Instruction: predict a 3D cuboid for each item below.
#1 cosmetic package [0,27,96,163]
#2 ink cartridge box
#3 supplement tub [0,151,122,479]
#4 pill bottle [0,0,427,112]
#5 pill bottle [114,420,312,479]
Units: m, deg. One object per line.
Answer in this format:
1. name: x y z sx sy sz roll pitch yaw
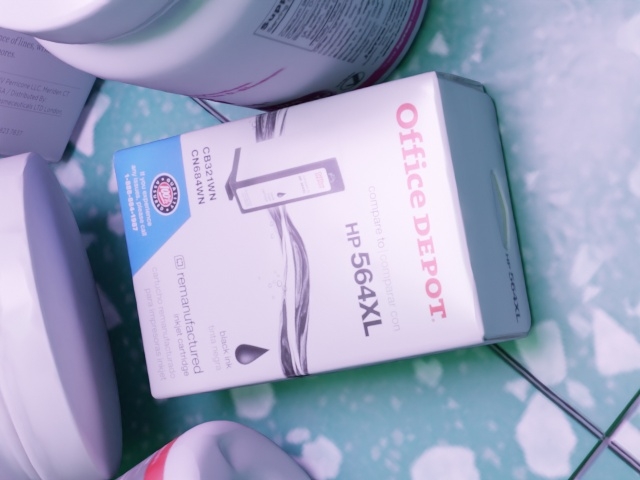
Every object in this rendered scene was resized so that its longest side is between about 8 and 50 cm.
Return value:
1. cosmetic package: -0.196 -0.263 0.915 0.217 0.156 0.385 28 101 24
2. ink cartridge box: 0.000 0.000 0.860 0.203 0.086 0.148 -13 84 24
3. supplement tub: -0.290 0.080 0.875 0.316 0.228 0.228 -14 83 1
4. pill bottle: -0.064 -0.154 0.783 0.160 0.283 0.160 -1 89 25
5. pill bottle: -0.125 0.239 0.871 0.283 0.161 0.161 -36 75 19
